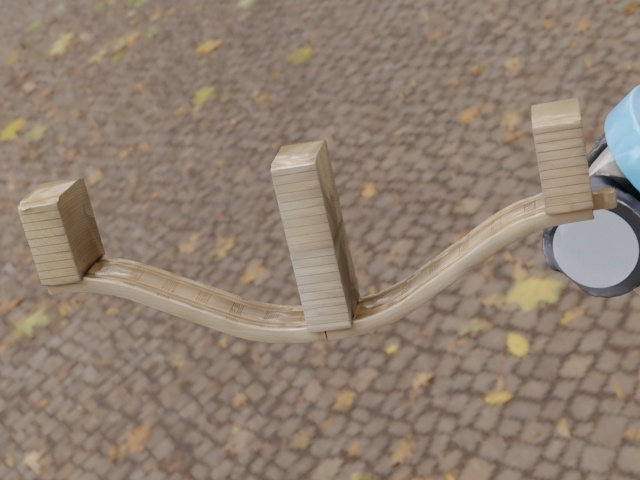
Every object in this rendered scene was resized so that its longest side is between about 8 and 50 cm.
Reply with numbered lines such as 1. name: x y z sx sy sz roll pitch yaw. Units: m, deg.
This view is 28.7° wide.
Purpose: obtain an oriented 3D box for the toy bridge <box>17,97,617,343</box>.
1. toy bridge: 0.000 0.000 0.403 0.188 0.063 0.026 -8 21 12

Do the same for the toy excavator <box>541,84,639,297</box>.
1. toy excavator: 0.491 -0.040 1.121 0.445 0.433 0.222 -49 -3 35
